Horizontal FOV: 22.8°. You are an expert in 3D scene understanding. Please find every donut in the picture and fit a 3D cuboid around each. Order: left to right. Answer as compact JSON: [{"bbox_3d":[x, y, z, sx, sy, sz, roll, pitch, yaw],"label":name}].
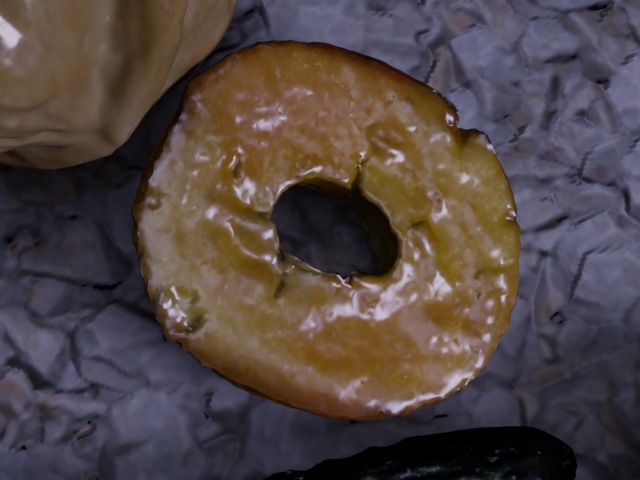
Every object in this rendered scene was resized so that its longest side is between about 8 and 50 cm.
[{"bbox_3d":[0.000,0.000,0.712,0.178,0.065,0.162,33,73,-11],"label":"donut"}]

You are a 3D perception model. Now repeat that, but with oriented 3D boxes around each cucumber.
[{"bbox_3d":[-0.031,0.135,0.674,0.303,0.072,0.081,-8,75,-10],"label":"cucumber"}]

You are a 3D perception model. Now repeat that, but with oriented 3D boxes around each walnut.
[{"bbox_3d":[-0.140,-0.154,0.670,0.224,0.257,0.257,-24,76,-47],"label":"walnut"}]
